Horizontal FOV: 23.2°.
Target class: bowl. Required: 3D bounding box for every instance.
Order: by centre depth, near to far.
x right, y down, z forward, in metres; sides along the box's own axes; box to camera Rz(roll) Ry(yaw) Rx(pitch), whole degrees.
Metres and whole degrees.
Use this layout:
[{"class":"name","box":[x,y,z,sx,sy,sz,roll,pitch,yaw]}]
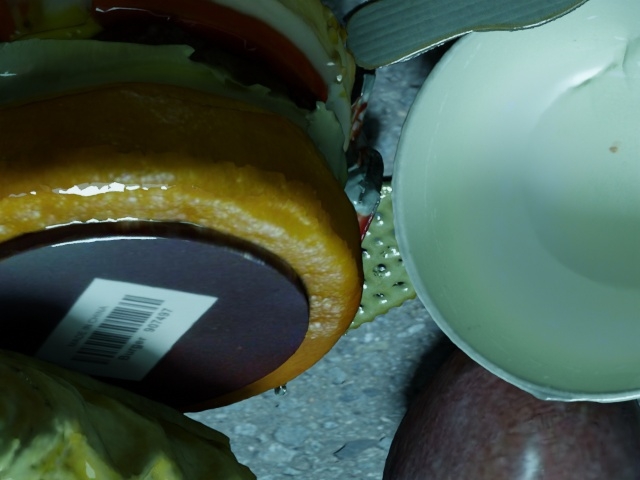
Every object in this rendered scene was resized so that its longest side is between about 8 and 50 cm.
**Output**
[{"class":"bowl","box":[0.197,-0.032,1.071,0.277,0.277,0.145,-23,173,19]}]

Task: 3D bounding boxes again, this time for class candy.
[{"class":"candy","box":[0.001,0.000,1.171,0.059,0.086,0.292,16,129,-3]}]

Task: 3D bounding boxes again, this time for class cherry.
[{"class":"cherry","box":[0.168,0.200,1.327,0.221,0.261,0.307,2,109,-17]}]

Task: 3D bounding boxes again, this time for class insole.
[{"class":"insole","box":[0.102,-0.160,1.034,0.188,0.064,0.004,-18,171,19]}]

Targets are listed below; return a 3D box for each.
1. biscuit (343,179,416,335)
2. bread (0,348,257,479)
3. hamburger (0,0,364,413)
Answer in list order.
[{"class":"biscuit","box":[0.036,0.015,1.263,0.203,0.016,0.144,-28,136,22]},{"class":"bread","box":[-0.153,0.146,0.932,0.152,0.130,0.267,-14,152,31]},{"class":"hamburger","box":[-0.131,-0.045,0.983,0.330,0.250,0.330,-5,151,-3]}]
